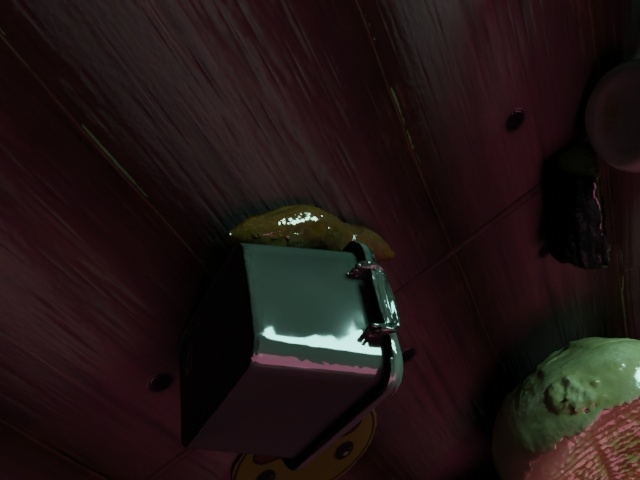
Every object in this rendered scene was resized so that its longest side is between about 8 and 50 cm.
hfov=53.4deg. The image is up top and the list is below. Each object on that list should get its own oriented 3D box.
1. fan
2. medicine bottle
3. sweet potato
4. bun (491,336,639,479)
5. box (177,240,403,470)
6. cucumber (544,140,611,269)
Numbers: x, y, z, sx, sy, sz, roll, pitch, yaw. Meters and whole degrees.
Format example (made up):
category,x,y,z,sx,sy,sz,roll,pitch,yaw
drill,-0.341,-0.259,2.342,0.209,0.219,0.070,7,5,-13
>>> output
category,x,y,z,sx,sy,sz,roll,pitch,yaw
fan,-0.015,0.266,0.875,0.229,0.011,0.335,-13,130,-24
medicine bottle,0.451,-0.159,0.772,0.250,0.131,0.131,-11,128,-27
sweet potato,0.001,-0.003,0.659,0.218,0.051,0.065,6,115,-36
bun,0.442,0.285,1.046,0.364,0.202,0.364,-12,129,-15
box,-0.045,0.110,0.614,0.135,0.163,0.243,11,139,-26
cucumber,0.337,-0.030,0.833,0.193,0.086,0.115,71,31,-41
